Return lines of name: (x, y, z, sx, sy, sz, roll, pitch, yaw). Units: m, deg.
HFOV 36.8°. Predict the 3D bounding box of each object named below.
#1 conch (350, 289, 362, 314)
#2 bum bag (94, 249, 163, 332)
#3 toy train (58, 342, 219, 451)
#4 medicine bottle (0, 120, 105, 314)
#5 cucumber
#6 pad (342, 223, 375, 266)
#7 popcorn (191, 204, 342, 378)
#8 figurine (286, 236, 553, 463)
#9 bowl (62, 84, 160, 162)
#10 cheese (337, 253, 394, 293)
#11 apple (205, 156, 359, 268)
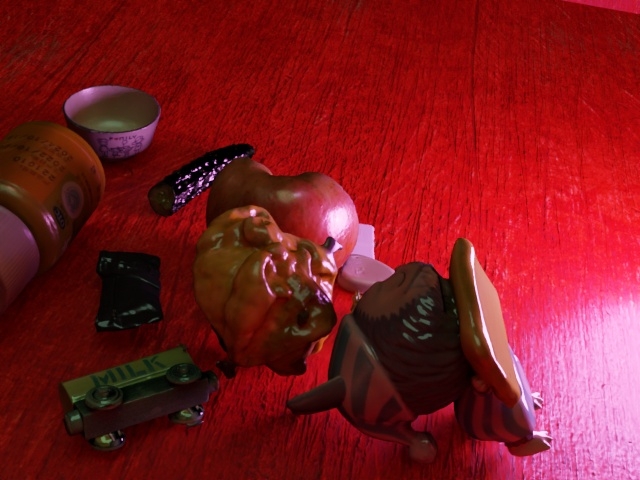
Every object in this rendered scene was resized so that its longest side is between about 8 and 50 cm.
conch: (0.090, 0.132, 1.774, 0.121, 0.074, 0.089, -1, 68, -47)
bum bag: (-0.349, 0.091, 1.753, 0.123, 0.060, 0.248, 2, 35, -11)
toy train: (-0.297, 0.241, 1.544, 0.253, 0.105, 0.157, -15, 29, -28)
medicine bottle: (-0.562, -0.038, 1.743, 0.224, 0.224, 0.384, 14, 36, 6)
cucumber: (-0.251, -0.145, 2.075, 0.081, 0.072, 0.303, 24, 38, 23)
pad: (0.000, 0.000, 1.991, 0.232, 0.004, 0.156, 7, 36, -2)
popcorn: (-0.077, 0.089, 1.595, 0.281, 0.297, 0.316, -40, 36, -5)
figurine: (0.137, 0.222, 1.582, 0.377, 0.361, 0.266, -19, 28, 19)
bowl: (-0.462, -0.248, 2.136, 0.211, 0.112, 0.211, 5, 36, -4)
cheese: (0.132, 0.082, 1.881, 0.192, 0.037, 0.097, 16, 40, 10)
apple: (-0.092, -0.007, 1.794, 0.293, 0.251, 0.163, 13, 41, 16)
